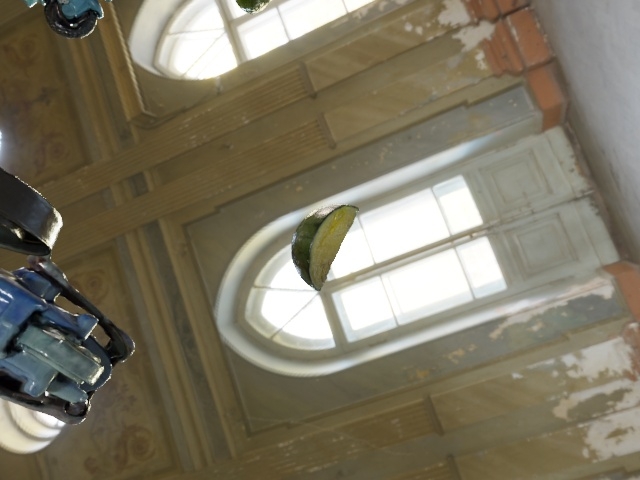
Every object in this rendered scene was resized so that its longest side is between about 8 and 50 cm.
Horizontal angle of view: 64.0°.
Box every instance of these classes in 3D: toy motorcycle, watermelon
[{"bbox_3d":[-0.432,0.126,0.687,0.319,0.241,0.182,34,-142,-4],"label":"toy motorcycle"},{"bbox_3d":[-0.440,-0.469,0.824,0.272,0.182,0.124,44,164,-11],"label":"toy motorcycle"},{"bbox_3d":[-0.009,-0.004,0.982,0.092,0.075,0.181,31,-100,-48],"label":"watermelon"}]

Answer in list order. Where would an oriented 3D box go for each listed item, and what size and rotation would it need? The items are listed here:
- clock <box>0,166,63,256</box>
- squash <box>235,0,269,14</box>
[{"bbox_3d":[-0.342,-0.042,0.490,0.184,0.185,0.040,52,-131,-54],"label":"clock"},{"bbox_3d":[-0.079,-0.389,0.577,0.066,0.066,0.251,-97,6,-51],"label":"squash"}]
